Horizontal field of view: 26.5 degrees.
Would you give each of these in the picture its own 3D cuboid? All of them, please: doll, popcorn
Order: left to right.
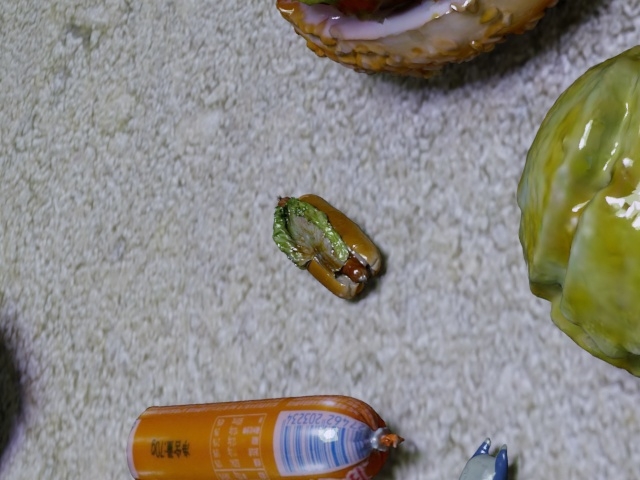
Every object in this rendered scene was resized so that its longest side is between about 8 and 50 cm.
[{"bbox_3d":[0.090,0.187,0.879,0.037,0.027,0.125,11,74,53],"label":"doll"},{"bbox_3d":[0.217,-0.016,0.778,0.221,0.183,0.204,15,83,45],"label":"popcorn"}]

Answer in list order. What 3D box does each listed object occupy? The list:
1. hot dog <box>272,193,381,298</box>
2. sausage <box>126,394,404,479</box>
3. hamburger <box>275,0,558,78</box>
[{"bbox_3d":[0.000,0.000,1.063,0.056,0.041,0.133,-51,43,5],"label":"hot dog"},{"bbox_3d":[-0.038,0.149,0.987,0.234,0.071,0.071,-9,60,39],"label":"sausage"},{"bbox_3d":[0.065,-0.297,1.031,0.330,0.250,0.330,-25,51,35],"label":"hamburger"}]
